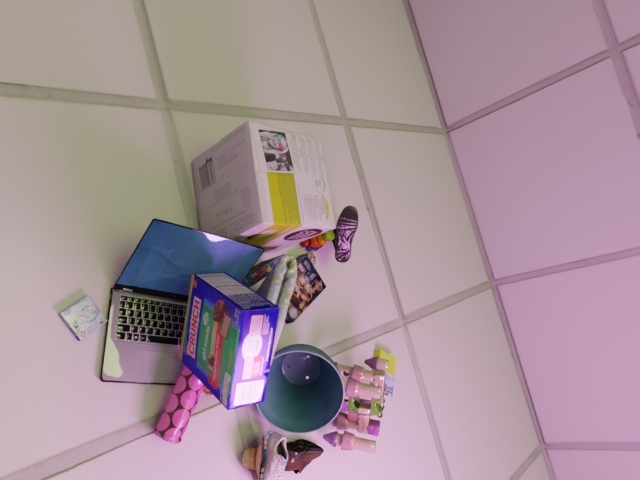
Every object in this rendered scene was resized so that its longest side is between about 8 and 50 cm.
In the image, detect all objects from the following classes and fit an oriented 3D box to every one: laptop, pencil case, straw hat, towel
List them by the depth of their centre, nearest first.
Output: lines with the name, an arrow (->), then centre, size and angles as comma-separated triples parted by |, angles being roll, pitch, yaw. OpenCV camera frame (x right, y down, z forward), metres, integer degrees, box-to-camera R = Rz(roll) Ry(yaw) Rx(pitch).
pencil case -> -0.393, 0.470, 1.464 | 0.095, 0.098, 0.210 | 25, 68, -1
laptop -> -0.386, 0.203, 1.488 | 0.381, 0.236, 0.409 | 17, 63, -41
straw hat -> -0.215, 0.685, 1.600 | 0.061, 0.144, 0.145 | 5, 65, -1
towel -> -0.182, 0.266, 1.617 | 0.090, 0.320, 0.375 | 23, 56, -13

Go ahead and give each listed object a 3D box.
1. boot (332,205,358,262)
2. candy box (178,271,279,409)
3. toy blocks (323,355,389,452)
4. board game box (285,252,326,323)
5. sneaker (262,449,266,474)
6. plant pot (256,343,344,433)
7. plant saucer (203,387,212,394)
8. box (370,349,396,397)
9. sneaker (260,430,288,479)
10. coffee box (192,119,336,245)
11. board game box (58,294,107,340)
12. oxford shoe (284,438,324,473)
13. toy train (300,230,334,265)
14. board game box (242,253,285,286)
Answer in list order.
boot -> 0.091, -0.048, 2.086 | 0.085, 0.179, 0.237 | 6, 110, -8
candy box -> -0.258, 0.256, 1.387 | 0.122, 0.317, 0.269 | 3, 101, -37
toy blocks -> 0.103, 0.578, 1.897 | 0.309, 0.259, 0.289 | -45, 140, -70
board game box -> -0.091, 0.180, 1.947 | 0.165, 0.042, 0.243 | 59, 43, -12
sneaker -> -0.153, 0.717, 1.677 | 0.058, 0.052, 0.136 | 36, 59, -44
plant pot -> -0.068, 0.469, 1.723 | 0.290, 0.290, 0.195 | 60, 5, -10
plant saucer -> -0.333, 0.437, 1.577 | 0.083, 0.013, 0.084 | -13, 111, -37
box -> 0.268, 0.568, 2.170 | 0.109, 0.042, 0.178 | 33, 54, -33
sneaker -> -0.137, 0.702, 1.598 | 0.071, 0.082, 0.191 | 8, 76, -41
coffee box -> -0.195, -0.159, 1.751 | 0.334, 0.337, 0.339 | 2, 73, -46
board game box -> -0.641, 0.209, 1.380 | 0.090, 0.020, 0.090 | -42, 107, -46
oxford shoe -> -0.067, 0.735, 1.732 | 0.227, 0.082, 0.096 | 23, 85, -55
toy train -> 0.000, 0.000, 2.037 | 0.105, 0.143, 0.248 | 4, 72, -45
board game box -> -0.222, 0.115, 1.768 | 0.201, 0.136, 0.035 | -34, 100, -48
